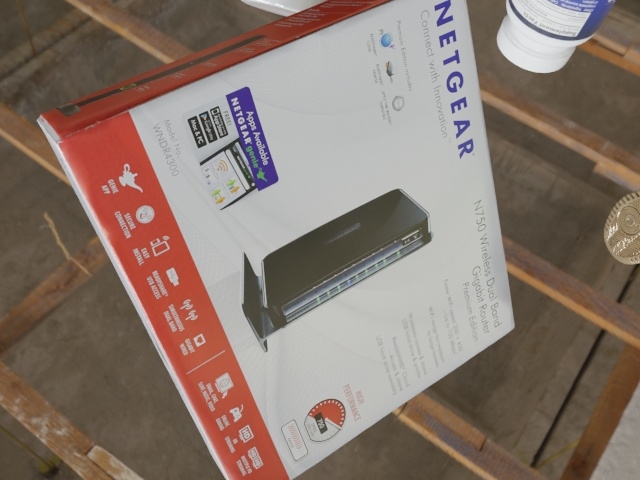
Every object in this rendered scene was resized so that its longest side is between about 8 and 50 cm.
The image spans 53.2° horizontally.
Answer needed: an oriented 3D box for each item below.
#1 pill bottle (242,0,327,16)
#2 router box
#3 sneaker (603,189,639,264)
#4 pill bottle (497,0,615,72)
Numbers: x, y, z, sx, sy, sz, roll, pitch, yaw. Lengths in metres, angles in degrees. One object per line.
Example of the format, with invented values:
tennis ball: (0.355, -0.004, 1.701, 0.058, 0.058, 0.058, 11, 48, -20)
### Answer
pill bottle: (-0.016, -0.372, 0.713, 0.131, 0.131, 0.229, 16, -77, 5)
router box: (0.000, 0.000, 0.511, 0.301, 0.335, 0.082, -29, -149, -19)
sneaker: (0.532, -0.066, 0.886, 0.153, 0.282, 0.099, -11, -120, -23)
pill bottle: (0.373, -0.391, 0.962, 0.153, 0.264, 0.153, 4, -120, -7)
